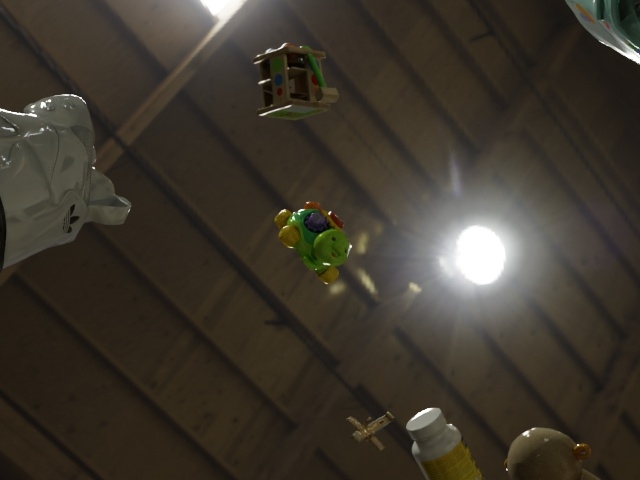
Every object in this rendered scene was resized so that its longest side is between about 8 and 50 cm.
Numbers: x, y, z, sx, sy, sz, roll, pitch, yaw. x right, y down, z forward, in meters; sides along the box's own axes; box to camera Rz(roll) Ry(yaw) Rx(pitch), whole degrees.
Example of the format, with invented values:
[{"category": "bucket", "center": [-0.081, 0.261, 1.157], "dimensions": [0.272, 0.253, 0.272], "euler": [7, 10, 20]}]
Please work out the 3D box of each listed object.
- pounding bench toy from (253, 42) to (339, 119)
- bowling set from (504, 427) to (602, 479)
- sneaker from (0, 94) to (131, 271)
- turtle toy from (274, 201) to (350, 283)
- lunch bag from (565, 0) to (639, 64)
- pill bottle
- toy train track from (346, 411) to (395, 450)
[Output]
[{"category": "pounding bench toy", "center": [-0.018, -0.158, 1.034], "dimensions": [0.052, 0.083, 0.065], "euler": [1, -97, -45]}, {"category": "bowling set", "center": [0.188, 0.175, 0.496], "dimensions": [0.154, 0.287, 0.200], "euler": [45, -130, -8]}, {"category": "sneaker", "center": [-0.349, -0.087, 1.007], "dimensions": [0.210, 0.366, 0.137], "euler": [-17, -47, -48]}, {"category": "turtle toy", "center": [0.000, 0.000, 1.307], "dimensions": [0.066, 0.130, 0.095], "euler": [-42, -67, 10]}, {"category": "lunch bag", "center": [0.374, -0.220, 1.029], "dimensions": [0.262, 0.223, 0.160], "euler": [12, -69, -4]}, {"category": "pill bottle", "center": [0.150, 0.264, 1.300], "dimensions": [0.065, 0.065, 0.116], "euler": [-37, -75, -35]}, {"category": "toy train track", "center": [0.057, 0.191, 1.112], "dimensions": [0.048, 0.014, 0.083], "euler": [40, -156, 18]}]
